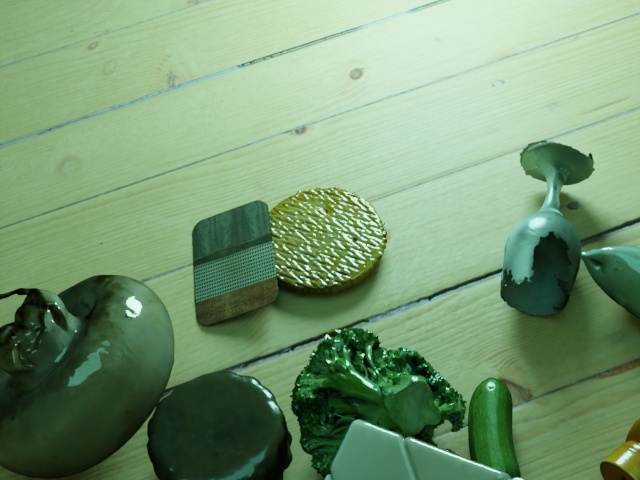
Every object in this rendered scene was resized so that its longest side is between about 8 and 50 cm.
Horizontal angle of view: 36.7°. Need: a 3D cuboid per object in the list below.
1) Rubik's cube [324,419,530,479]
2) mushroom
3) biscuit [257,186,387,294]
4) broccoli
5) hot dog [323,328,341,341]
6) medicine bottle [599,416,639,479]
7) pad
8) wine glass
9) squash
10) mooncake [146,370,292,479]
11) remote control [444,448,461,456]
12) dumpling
[{"bbox_3d":[0.160,0.461,1.221,0.318,0.316,0.322,13,67,36],"label":"Rubik's cube"},{"bbox_3d":[-0.414,0.195,1.546,0.362,0.294,0.362,-32,29,20],"label":"mushroom"},{"bbox_3d":[0.000,0.000,1.823,0.254,0.035,0.254,-5,53,6],"label":"biscuit"},{"bbox_3d":[0.088,0.262,1.508,0.261,0.241,0.269,-30,96,-22],"label":"broccoli"},{"bbox_3d":[0.061,0.196,1.674,0.133,0.041,0.056,30,63,17],"label":"hot dog"},{"bbox_3d":[0.536,0.307,1.454,0.222,0.149,0.112,-35,57,-17],"label":"medicine bottle"},{"bbox_3d":[-0.246,0.048,1.809,0.323,0.055,0.250,-8,53,-3],"label":"pad"},{"bbox_3d":[0.406,-0.024,1.728,0.143,0.143,0.321,7,58,13],"label":"wine glass"},{"bbox_3d":[0.275,0.319,1.531,0.077,0.068,0.219,5,53,-8],"label":"squash"},{"bbox_3d":[-0.159,0.331,1.550,0.228,0.124,0.228,-3,48,3],"label":"mooncake"},{"bbox_3d":[0.311,0.443,1.391,0.377,0.044,0.107,28,104,35],"label":"remote control"},{"bbox_3d":[0.549,0.074,1.663,0.216,0.149,0.105,35,94,13],"label":"dumpling"}]
